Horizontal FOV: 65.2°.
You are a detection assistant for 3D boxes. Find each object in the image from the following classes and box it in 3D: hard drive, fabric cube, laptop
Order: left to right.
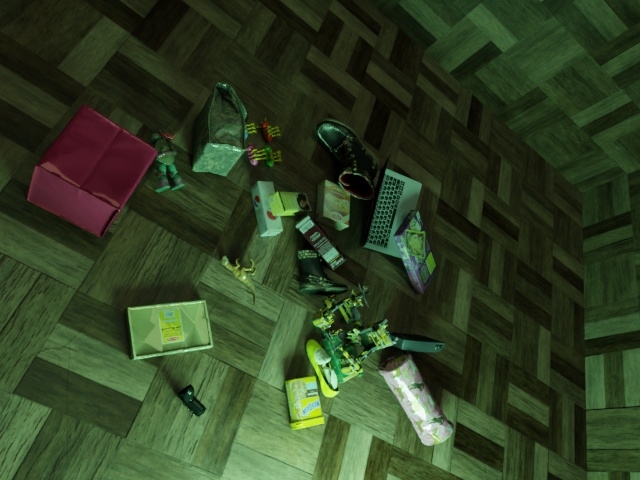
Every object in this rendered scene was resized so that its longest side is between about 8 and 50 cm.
[{"bbox_3d":[-0.711,-0.207,1.567,0.259,0.254,0.258,32,55,-22],"label":"fabric cube"},{"bbox_3d":[0.334,-0.130,2.224,0.408,0.236,0.381,17,88,-32],"label":"laptop"},{"bbox_3d":[0.395,0.438,2.165,0.255,0.172,0.054,12,87,-35],"label":"hard drive"}]

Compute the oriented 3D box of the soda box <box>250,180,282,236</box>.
[{"bbox_3d":[-0.217,-0.128,2.017,0.074,0.069,0.216,-2,73,-37],"label":"soda box"}]

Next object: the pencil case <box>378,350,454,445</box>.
[{"bbox_3d":[0.397,0.655,2.071,0.167,0.160,0.386,-31,90,-44],"label":"pencil case"}]

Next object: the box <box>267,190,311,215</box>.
[{"bbox_3d":[-0.123,-0.150,2.044,0.232,0.058,0.087,-10,80,-63],"label":"box"}]

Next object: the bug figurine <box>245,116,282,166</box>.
[{"bbox_3d":[-0.258,-0.413,2.075,0.279,0.072,0.216,-14,90,-63],"label":"bug figurine"}]

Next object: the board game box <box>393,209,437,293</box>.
[{"bbox_3d":[0.454,0.054,2.359,0.208,0.056,0.346,-53,129,-42],"label":"board game box"}]

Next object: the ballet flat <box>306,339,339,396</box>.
[{"bbox_3d":[0.016,0.485,1.918,0.077,0.077,0.230,-13,79,-39],"label":"ballet flat"}]

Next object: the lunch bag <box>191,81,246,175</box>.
[{"bbox_3d":[-0.389,-0.426,1.909,0.169,0.235,0.286,6,68,-29],"label":"lunch bag"}]

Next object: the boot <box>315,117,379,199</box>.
[{"bbox_3d":[0.123,-0.371,2.289,0.377,0.138,0.284,40,34,-24],"label":"boot"}]

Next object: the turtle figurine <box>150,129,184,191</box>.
[{"bbox_3d":[-0.577,-0.296,1.801,0.175,0.118,0.234,-19,88,-40],"label":"turtle figurine"}]

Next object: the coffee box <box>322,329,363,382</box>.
[{"bbox_3d":[0.089,0.462,2.005,0.113,0.040,0.184,-15,80,-40],"label":"coffee box"}]

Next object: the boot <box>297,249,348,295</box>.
[{"bbox_3d":[0.009,0.133,2.062,0.237,0.085,0.178,8,64,-35],"label":"boot"}]

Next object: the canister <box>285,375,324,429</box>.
[{"bbox_3d":[-0.060,0.588,1.822,0.126,0.073,0.169,2,68,-36],"label":"canister"}]

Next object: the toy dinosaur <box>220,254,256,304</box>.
[{"bbox_3d":[-0.283,0.131,1.874,0.211,0.064,0.112,46,68,0],"label":"toy dinosaur"}]

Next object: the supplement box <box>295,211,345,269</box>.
[{"bbox_3d":[0.000,0.000,2.076,0.073,0.130,0.239,-39,99,5],"label":"supplement box"}]

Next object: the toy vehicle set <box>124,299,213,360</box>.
[{"bbox_3d":[-0.496,0.291,1.652,0.267,0.035,0.165,-1,71,-37],"label":"toy vehicle set"}]

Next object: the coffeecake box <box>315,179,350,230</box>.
[{"bbox_3d":[0.056,-0.156,2.230,0.142,0.068,0.185,20,60,-30],"label":"coffeecake box"}]

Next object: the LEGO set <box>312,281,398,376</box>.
[{"bbox_3d":[0.147,0.345,1.946,0.255,0.192,0.331,-19,81,-43],"label":"LEGO set"}]

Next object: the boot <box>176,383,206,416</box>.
[{"bbox_3d":[-0.400,0.508,1.579,0.099,0.121,0.045,47,53,-3],"label":"boot"}]
